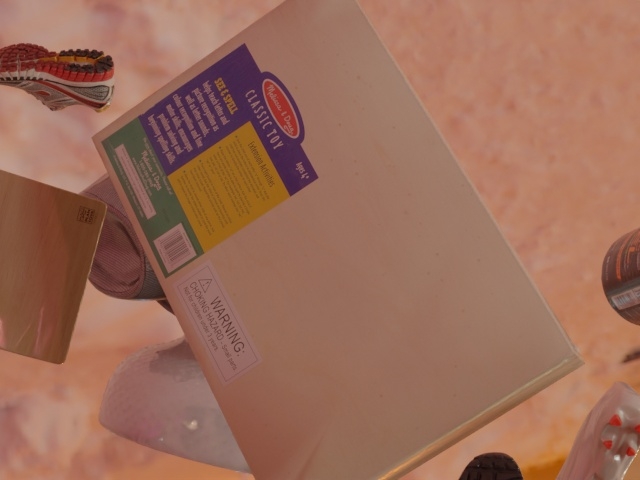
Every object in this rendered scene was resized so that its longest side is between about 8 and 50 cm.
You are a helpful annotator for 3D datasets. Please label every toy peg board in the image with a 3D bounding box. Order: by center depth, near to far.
[{"bbox_3d":[-0.307,0.021,1.314,0.160,0.161,0.079,18,169,-19],"label":"toy peg board"}]

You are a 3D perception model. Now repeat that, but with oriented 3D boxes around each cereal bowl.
[{"bbox_3d":[-0.113,0.204,1.802,0.338,0.141,0.339,14,-179,0],"label":"cereal bowl"}]

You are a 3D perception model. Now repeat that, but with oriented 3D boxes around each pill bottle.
[{"bbox_3d":[0.442,0.029,1.666,0.130,0.131,0.246,-9,172,-11],"label":"pill bottle"}]

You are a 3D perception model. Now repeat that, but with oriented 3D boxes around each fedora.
[{"bbox_3d":[-0.241,-0.011,1.765,0.124,0.275,0.244,-14,125,-34],"label":"fedora"}]

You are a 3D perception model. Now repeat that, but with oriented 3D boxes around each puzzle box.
[{"bbox_3d":[0.000,0.000,1.147,0.272,0.409,0.052,-33,155,10],"label":"puzzle box"}]

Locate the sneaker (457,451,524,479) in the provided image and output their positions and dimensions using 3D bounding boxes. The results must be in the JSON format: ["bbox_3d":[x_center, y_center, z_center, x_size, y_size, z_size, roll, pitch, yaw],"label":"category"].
[{"bbox_3d":[0.221,0.424,1.815,0.107,0.283,0.124,0,167,9],"label":"sneaker"}]

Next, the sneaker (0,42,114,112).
[{"bbox_3d":[-0.419,-0.237,2.082,0.225,0.088,0.093,9,127,14],"label":"sneaker"}]

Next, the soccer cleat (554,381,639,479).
[{"bbox_3d":[0.276,0.233,1.395,0.068,0.076,0.196,23,111,-4],"label":"soccer cleat"}]
